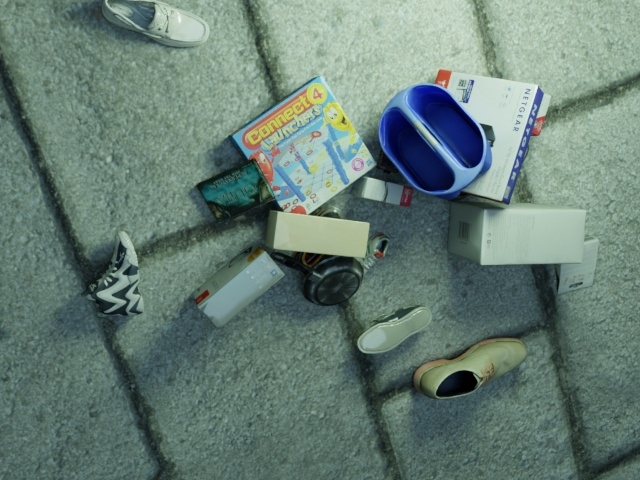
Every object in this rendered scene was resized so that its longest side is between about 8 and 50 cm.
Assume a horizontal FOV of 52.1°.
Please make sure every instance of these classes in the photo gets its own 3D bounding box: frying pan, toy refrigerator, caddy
[{"bbox_3d":[0.016,0.089,1.873,0.197,0.053,0.326,-32,138,3],"label":"frying pan"},{"bbox_3d":[-0.010,-0.018,1.819,0.270,0.094,0.102,6,94,-21],"label":"toy refrigerator"},{"bbox_3d":[0.312,-0.270,1.803,0.241,0.179,0.341,-42,66,14],"label":"caddy"}]

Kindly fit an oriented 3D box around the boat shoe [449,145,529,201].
[{"bbox_3d":[0.522,-0.215,2.022,0.335,0.095,0.112,-30,106,-9],"label":"boat shoe"}]

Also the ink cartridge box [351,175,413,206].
[{"bbox_3d":[0.180,-0.146,1.927,0.151,0.109,0.063,11,96,-17],"label":"ink cartridge box"}]

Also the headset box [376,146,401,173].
[{"bbox_3d":[0.207,-0.241,1.961,0.062,0.032,0.083,14,93,-18],"label":"headset box"}]

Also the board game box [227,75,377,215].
[{"bbox_3d":[-0.048,-0.254,1.857,0.308,0.086,0.301,-37,107,-8],"label":"board game box"}]

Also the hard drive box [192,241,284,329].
[{"bbox_3d":[-0.231,0.120,1.814,0.232,0.181,0.089,-41,107,-7],"label":"hard drive box"}]

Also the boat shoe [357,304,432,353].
[{"bbox_3d":[0.220,0.268,2.021,0.255,0.079,0.095,-29,103,-12],"label":"boat shoe"}]

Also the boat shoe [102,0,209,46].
[{"bbox_3d":[-0.423,-0.568,1.694,0.277,0.096,0.098,9,96,-17],"label":"boat shoe"}]

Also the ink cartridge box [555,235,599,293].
[{"bbox_3d":[0.856,0.082,2.205,0.146,0.045,0.179,-12,120,-15],"label":"ink cartridge box"}]

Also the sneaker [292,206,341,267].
[{"bbox_3d":[0.000,0.000,1.913,0.084,0.083,0.214,31,88,-17],"label":"sneaker"}]

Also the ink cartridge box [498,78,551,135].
[{"bbox_3d":[0.576,-0.401,1.991,0.176,0.127,0.128,13,95,-17],"label":"ink cartridge box"}]

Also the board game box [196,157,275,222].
[{"bbox_3d":[-0.232,-0.135,1.806,0.186,0.026,0.126,-22,109,19],"label":"board game box"}]

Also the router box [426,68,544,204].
[{"bbox_3d":[0.442,-0.303,1.891,0.082,0.301,0.335,10,97,-59],"label":"router box"}]

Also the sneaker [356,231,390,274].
[{"bbox_3d":[0.152,0.047,1.967,0.057,0.075,0.161,38,87,-18],"label":"sneaker"}]

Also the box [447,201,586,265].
[{"bbox_3d":[0.597,-0.026,2.012,0.346,0.215,0.168,0,99,-15],"label":"box"}]

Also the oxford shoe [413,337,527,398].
[{"bbox_3d":[0.503,0.424,2.090,0.397,0.146,0.140,-19,103,-13],"label":"oxford shoe"}]

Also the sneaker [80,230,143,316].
[{"bbox_3d":[-0.568,0.100,1.758,0.153,0.094,0.234,-11,112,-23],"label":"sneaker"}]
